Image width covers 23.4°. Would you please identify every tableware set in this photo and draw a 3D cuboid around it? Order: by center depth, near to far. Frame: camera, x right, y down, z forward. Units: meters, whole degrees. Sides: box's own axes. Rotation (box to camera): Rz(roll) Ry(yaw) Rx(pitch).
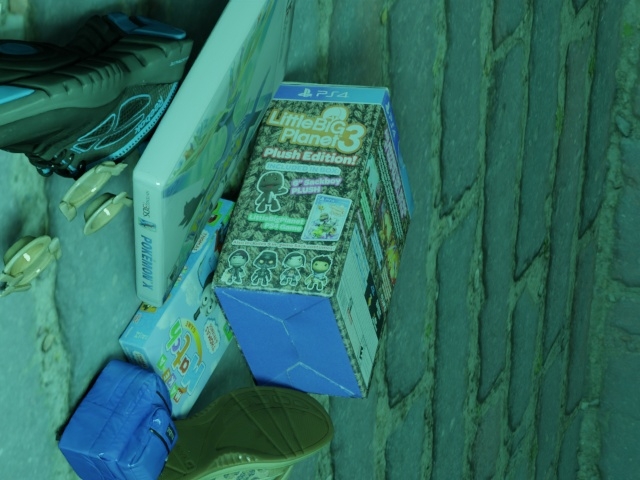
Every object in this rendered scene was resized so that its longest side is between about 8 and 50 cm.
[{"bbox_3d":[-0.232,-0.007,1.398,0.169,0.020,0.141,-44,172,-4],"label":"tableware set"}]

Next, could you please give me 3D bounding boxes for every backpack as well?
[{"bbox_3d":[-0.199,0.192,1.606,0.098,0.101,0.120,80,30,-56],"label":"backpack"}]

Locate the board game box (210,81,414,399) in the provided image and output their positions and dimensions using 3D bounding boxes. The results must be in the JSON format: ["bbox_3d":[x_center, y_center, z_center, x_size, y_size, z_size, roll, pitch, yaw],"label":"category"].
[{"bbox_3d":[0.000,0.000,1.804,0.232,0.141,0.291,72,28,-53],"label":"board game box"}]

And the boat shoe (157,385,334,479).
[{"bbox_3d":[-0.116,0.240,1.743,0.285,0.104,0.089,-10,145,-33],"label":"boat shoe"}]

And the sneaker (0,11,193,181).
[{"bbox_3d":[-0.222,-0.105,1.348,0.341,0.125,0.139,-25,131,-58],"label":"sneaker"}]

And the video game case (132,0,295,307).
[{"bbox_3d":[-0.104,-0.125,1.581,0.300,0.036,0.329,103,13,-65],"label":"video game case"}]

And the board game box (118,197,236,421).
[{"bbox_3d":[-0.141,0.080,1.740,0.211,0.039,0.160,-59,152,-30],"label":"board game box"}]

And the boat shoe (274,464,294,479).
[{"bbox_3d":[-0.150,0.345,1.795,0.341,0.122,0.110,-42,146,-35],"label":"boat shoe"}]
